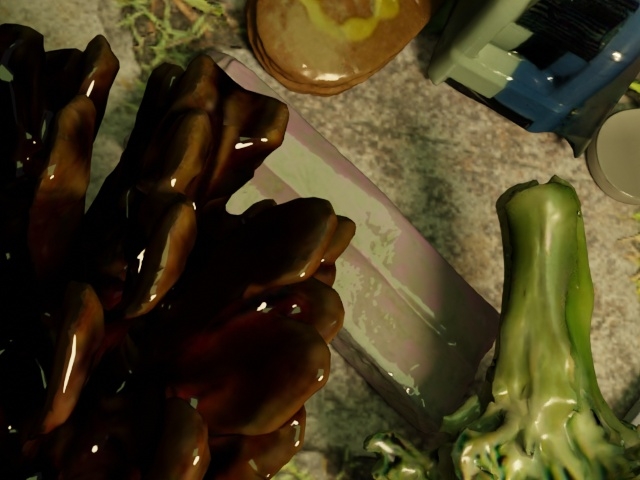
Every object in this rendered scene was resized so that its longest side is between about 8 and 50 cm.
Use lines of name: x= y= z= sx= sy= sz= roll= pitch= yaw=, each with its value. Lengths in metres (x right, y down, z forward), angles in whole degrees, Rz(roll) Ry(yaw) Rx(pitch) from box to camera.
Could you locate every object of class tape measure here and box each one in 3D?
tape measure: x=0.198 y=-0.233 z=1.202 sx=0.138 sy=0.262 sz=0.259 roll=23 pitch=68 yaw=-1

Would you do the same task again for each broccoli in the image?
broccoli: x=0.122 y=0.112 z=1.103 sx=0.199 sy=0.177 sz=0.274 roll=-23 pitch=82 yaw=10

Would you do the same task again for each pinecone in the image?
pinecone: x=-0.187 y=0.064 z=0.902 sx=0.398 sy=0.398 sz=0.397 roll=5 pitch=73 yaw=-18

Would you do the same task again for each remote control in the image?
remote control: x=0.322 y=-0.072 z=1.318 sx=0.245 sy=0.022 sz=0.077 roll=-5 pitch=75 yaw=-21

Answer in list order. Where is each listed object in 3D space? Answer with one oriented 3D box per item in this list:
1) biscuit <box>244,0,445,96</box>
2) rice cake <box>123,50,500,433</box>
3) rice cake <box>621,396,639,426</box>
biscuit: x=-0.014 y=-0.266 z=1.237 sx=0.277 sy=0.052 sz=0.262 roll=40 pitch=66 yaw=-5
rice cake: x=0.002 y=0.000 z=1.169 sx=0.298 sy=0.050 sz=0.106 roll=43 pitch=67 yaw=-3
rice cake: x=0.232 y=0.144 z=1.214 sx=0.030 sy=0.042 sz=0.180 roll=44 pitch=67 yaw=-6
